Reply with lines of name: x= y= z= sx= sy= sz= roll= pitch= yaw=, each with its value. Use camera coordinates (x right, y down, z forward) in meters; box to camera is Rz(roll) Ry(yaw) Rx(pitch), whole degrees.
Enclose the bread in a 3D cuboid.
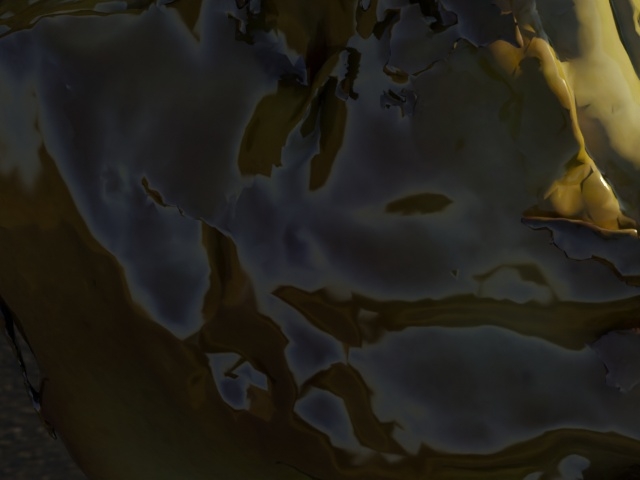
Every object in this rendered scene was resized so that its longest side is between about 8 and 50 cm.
bread: x=0.000 y=0.000 z=0.631 sx=0.167 sy=0.324 sz=0.277 roll=-47 pitch=120 yaw=-34
